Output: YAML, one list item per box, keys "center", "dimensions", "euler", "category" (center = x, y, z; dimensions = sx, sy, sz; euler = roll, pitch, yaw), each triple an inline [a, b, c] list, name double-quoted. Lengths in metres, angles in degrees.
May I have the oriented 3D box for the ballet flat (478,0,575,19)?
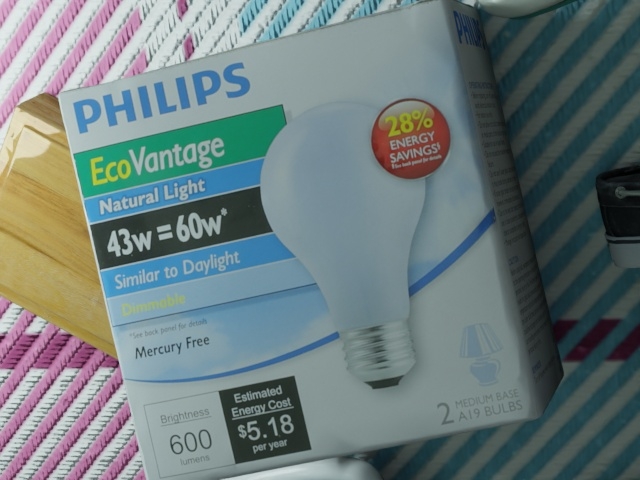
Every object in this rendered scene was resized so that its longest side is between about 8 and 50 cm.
- center: [0.282, -0.329, 1.423]
  dimensions: [0.400, 0.139, 0.139]
  euler: [-27, 97, 21]
  category: "ballet flat"

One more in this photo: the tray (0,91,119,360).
- center: [-0.151, 0.035, 1.728]
  dimensions: [0.411, 0.076, 0.203]
  euler: [27, 114, 8]
  category: "tray"

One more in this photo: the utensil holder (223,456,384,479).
- center: [-0.025, 0.457, 1.686]
  dimensions: [0.327, 0.327, 0.385]
  euler: [-16, 103, 23]
  category: "utensil holder"

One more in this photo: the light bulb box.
- center: [0.000, 0.000, 1.523]
  dimensions: [0.358, 0.225, 0.361]
  euler: [-13, 91, 12]
  category: "light bulb box"

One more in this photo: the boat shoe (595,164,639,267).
- center: [0.390, -0.052, 1.504]
  dimensions: [0.301, 0.108, 0.102]
  euler: [-10, 105, 29]
  category: "boat shoe"
